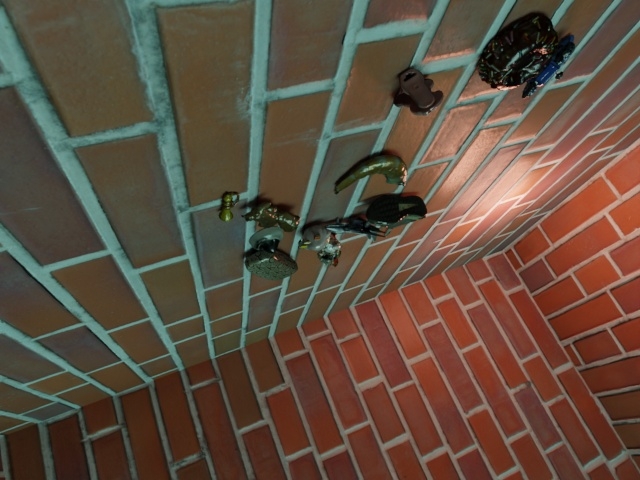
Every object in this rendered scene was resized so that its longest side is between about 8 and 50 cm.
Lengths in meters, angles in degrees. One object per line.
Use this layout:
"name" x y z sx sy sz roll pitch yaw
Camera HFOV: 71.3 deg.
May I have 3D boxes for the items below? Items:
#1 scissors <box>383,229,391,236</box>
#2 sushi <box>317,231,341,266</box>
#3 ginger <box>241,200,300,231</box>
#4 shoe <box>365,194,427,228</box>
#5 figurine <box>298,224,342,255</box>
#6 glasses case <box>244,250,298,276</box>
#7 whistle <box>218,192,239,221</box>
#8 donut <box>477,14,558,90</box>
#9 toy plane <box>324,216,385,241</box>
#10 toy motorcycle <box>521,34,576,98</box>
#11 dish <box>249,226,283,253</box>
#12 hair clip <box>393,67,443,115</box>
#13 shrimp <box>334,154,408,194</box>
"scissors" 0.365 -0.091 2.174 0.109 0.022 0.300 -12 154 -22
"sushi" 0.037 0.039 2.031 0.103 0.097 0.226 -22 145 -22
"ginger" -0.154 -0.071 1.577 0.122 0.084 0.290 -39 156 17
"shoe" 0.299 -0.111 1.943 0.336 0.132 0.171 -9 164 -36
"figurine" 0.000 0.000 1.855 0.137 0.112 0.229 -25 148 34
"glasses case" -0.206 0.109 1.942 0.137 0.085 0.354 -25 161 12
"whistle" -0.285 -0.110 1.408 0.057 0.046 0.109 2 144 -21
"donut" 0.573 -0.527 1.288 0.235 0.089 0.235 -23 160 -8
"toy plane" 0.136 -0.061 1.918 0.267 0.212 0.088 11 99 -29
"toy motorcycle" 0.710 -0.540 1.400 0.205 0.076 0.114 -54 -174 46
"dish" -0.200 0.015 1.740 0.141 0.078 0.141 -21 158 -9
"hair clip" 0.273 -0.390 1.221 0.123 0.138 0.102 -36 162 10
"shrimp" 0.195 -0.236 1.592 0.286 0.068 0.185 -18 156 -12
